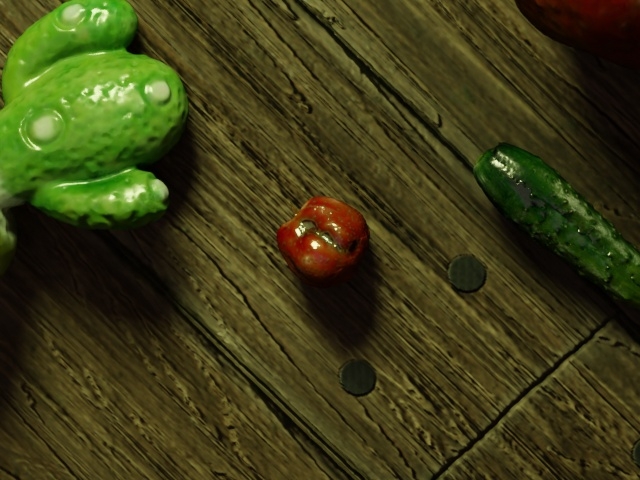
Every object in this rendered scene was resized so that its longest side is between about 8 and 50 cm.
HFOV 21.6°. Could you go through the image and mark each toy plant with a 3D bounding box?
[{"bbox_3d":[-0.272,-0.080,1.578,0.316,0.184,0.224,-29,79,6],"label":"toy plant"}]

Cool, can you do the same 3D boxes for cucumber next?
[{"bbox_3d":[0.235,-0.007,1.544,0.227,0.069,0.069,40,108,-3],"label":"cucumber"}]

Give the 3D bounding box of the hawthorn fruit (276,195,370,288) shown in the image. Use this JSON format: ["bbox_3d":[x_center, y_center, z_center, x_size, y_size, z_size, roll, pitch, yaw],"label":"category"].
[{"bbox_3d":[0.000,0.000,1.583,0.093,0.093,0.093,3,105,10],"label":"hawthorn fruit"}]

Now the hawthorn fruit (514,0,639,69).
[{"bbox_3d":[0.270,-0.258,1.378,0.258,0.262,0.258,3,73,-10],"label":"hawthorn fruit"}]
